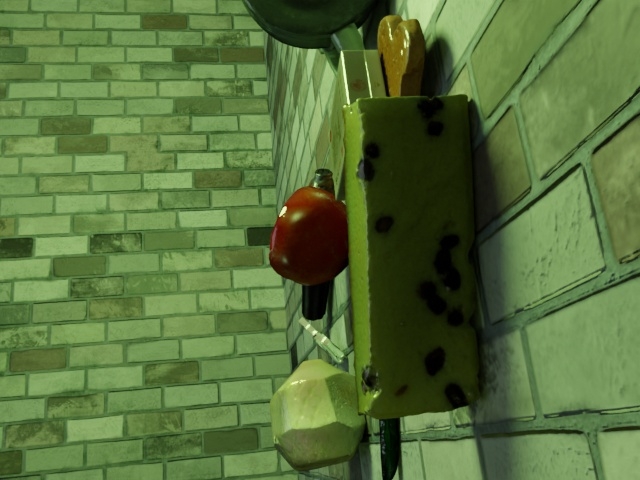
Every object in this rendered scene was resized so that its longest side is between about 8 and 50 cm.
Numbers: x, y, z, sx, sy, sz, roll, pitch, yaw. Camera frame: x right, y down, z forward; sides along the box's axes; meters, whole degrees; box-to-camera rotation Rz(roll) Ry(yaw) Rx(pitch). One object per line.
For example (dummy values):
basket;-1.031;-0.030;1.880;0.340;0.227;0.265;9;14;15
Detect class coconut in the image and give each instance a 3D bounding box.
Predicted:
coconut;-0.012;0.373;1.335;0.237;0.197;0.237;172;90;-82

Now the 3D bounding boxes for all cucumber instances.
cucumber;0.116;0.320;1.042;0.036;0.033;0.184;-14;-78;-74

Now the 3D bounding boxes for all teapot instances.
teapot;0.019;-0.409;1.048;0.240;0.321;0.239;-54;-2;1

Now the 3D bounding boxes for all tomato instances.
tomato;0.000;0.000;1.263;0.233;0.139;0.201;25;-96;-74

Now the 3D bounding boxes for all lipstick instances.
lipstick;-0.005;0.019;1.551;0.077;0.077;0.419;-108;19;-58

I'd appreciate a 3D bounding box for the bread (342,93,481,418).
bread;0.104;0.019;0.700;0.077;0.138;0.362;180;87;-78

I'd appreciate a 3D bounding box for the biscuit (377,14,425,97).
biscuit;0.110;-0.153;0.887;0.205;0.049;0.324;-108;18;-64

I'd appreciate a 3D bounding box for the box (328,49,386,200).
box;0.054;-0.168;0.932;0.201;0.058;0.141;101;165;-60

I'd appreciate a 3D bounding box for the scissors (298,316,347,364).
scissors;0.014;0.260;1.540;0.118;0.030;0.242;47;172;-19
